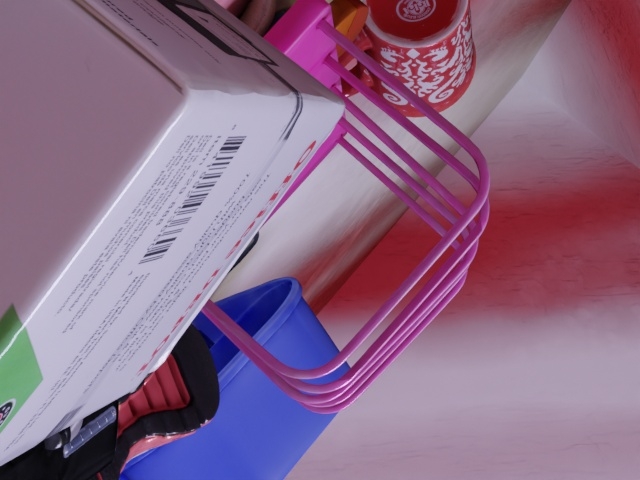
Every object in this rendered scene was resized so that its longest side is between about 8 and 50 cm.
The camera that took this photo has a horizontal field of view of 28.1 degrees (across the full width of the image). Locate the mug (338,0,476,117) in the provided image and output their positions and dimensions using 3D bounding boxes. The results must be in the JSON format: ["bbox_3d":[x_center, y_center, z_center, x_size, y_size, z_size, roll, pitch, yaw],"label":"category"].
[{"bbox_3d":[0.073,-0.170,1.123,0.150,0.113,0.169,-52,171,-5],"label":"mug"}]

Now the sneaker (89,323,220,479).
[{"bbox_3d":[-0.206,0.152,0.974,0.136,0.115,0.314,-21,178,30],"label":"sneaker"}]

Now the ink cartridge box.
[{"bbox_3d":[-0.117,-0.016,0.572,0.211,0.121,0.289,-52,174,10],"label":"ink cartridge box"}]

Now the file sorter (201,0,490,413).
[{"bbox_3d":[0.000,0.000,0.921,0.202,0.182,0.290,-47,170,-6],"label":"file sorter"}]

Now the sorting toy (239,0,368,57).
[{"bbox_3d":[-0.059,-0.083,0.976,0.307,0.041,0.229,-55,173,30],"label":"sorting toy"}]

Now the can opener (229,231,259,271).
[{"bbox_3d":[-0.129,0.045,1.128,0.186,0.059,0.073,-50,157,4],"label":"can opener"}]

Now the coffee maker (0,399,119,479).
[{"bbox_3d":[-0.202,0.127,0.743,0.171,0.120,0.178,-64,172,13],"label":"coffee maker"}]

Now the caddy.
[{"bbox_3d":[-0.127,0.174,1.391,0.241,0.179,0.341,-22,-161,49],"label":"caddy"}]
